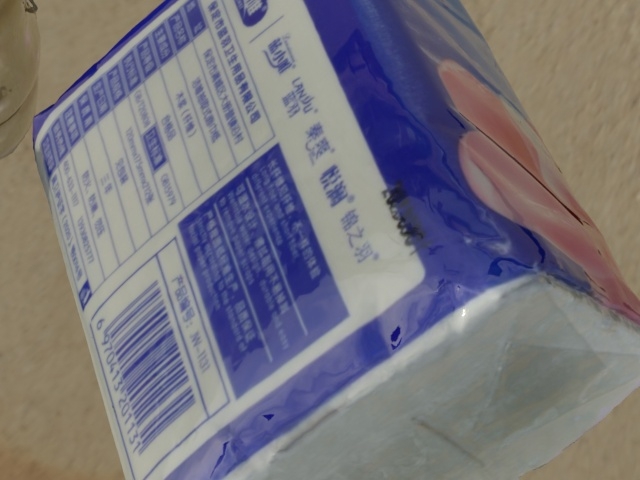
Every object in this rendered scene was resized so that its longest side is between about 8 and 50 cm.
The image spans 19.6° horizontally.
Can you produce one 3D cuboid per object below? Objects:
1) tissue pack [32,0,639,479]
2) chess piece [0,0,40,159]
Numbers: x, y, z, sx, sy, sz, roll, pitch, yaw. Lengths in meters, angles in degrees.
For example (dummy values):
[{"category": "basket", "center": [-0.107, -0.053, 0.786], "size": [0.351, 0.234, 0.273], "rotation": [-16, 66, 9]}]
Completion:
[{"category": "tissue pack", "center": [0.000, 0.000, 0.811], "size": [0.209, 0.270, 0.137], "rotation": [-38, 136, 15]}, {"category": "chess piece", "center": [-0.205, -0.198, 1.065], "size": [0.124, 0.139, 0.307], "rotation": [26, 136, 10]}]
